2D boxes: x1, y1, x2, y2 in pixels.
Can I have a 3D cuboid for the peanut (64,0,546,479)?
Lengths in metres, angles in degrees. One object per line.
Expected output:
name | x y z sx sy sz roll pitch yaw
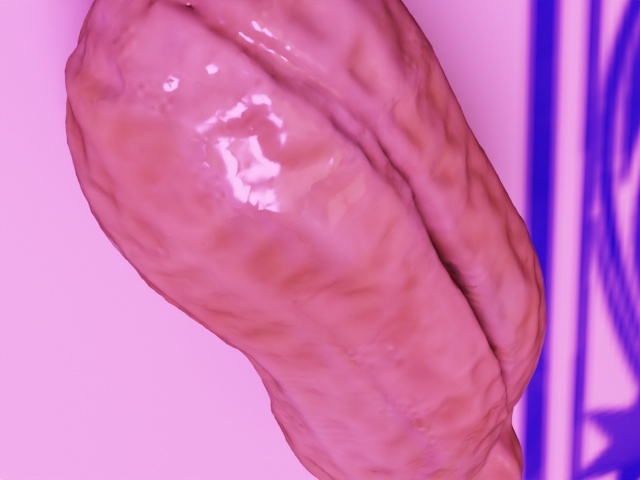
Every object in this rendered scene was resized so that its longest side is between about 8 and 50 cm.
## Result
peanut | 0.000 0.000 0.414 0.080 0.080 0.174 -39 136 -8
